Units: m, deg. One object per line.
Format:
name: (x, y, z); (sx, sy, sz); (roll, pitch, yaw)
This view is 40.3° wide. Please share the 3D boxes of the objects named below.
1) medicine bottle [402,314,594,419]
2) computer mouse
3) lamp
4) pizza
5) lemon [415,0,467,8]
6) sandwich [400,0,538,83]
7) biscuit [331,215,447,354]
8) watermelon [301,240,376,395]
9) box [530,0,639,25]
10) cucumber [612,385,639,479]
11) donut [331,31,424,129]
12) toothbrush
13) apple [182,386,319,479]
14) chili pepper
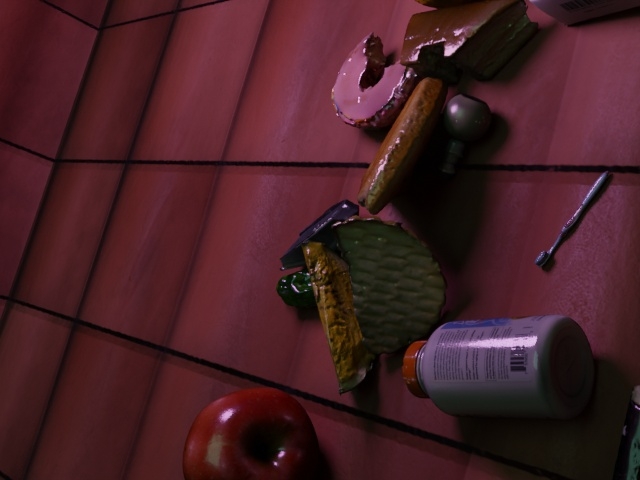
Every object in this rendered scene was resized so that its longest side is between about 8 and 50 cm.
medicine bottle: (0.269, 0.202, 1.379); (0.289, 0.157, 0.156); (-9, 66, 45)
computer mouse: (0.003, 0.001, 1.814); (0.231, 0.071, 0.126); (-38, 10, 33)
lamp: (0.260, -0.191, 1.640); (0.091, 0.091, 0.163); (43, 122, 48)
pizza: (0.162, -0.181, 1.631); (0.257, 0.087, 0.268); (-62, -1, 16)
lemon: (0.242, -0.564, 1.739); (0.192, 0.192, 0.231); (-48, 38, 21)
sandwich: (0.283, -0.380, 1.661); (0.236, 0.122, 0.128); (0, 70, 47)
biscuit: (0.136, 0.076, 1.572); (0.187, 0.036, 0.273); (-6, 109, 20)
watermelon: (0.031, 0.149, 1.677); (0.123, 0.129, 0.301); (-24, 71, 31)
box: (0.494, -0.542, 1.496); (0.200, 0.106, 0.299); (0, 72, 56)
cucumber: (0.441, 0.323, 1.203); (0.074, 0.074, 0.241); (9, 82, 49)
donut: (0.120, -0.322, 1.842); (0.199, 0.085, 0.233); (-57, 41, 10)
toothbrush: (0.415, -0.035, 1.438); (0.193, 0.019, 0.013); (-55, 41, 11)
apple: (-0.132, 0.404, 1.651); (0.216, 0.261, 0.260); (148, 132, -62)
chili pepper: (-0.002, 0.082, 1.802); (0.257, 0.074, 0.100); (-22, 66, 34)
